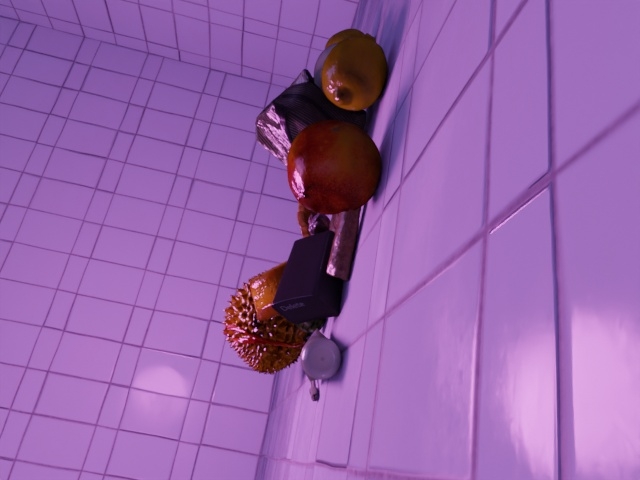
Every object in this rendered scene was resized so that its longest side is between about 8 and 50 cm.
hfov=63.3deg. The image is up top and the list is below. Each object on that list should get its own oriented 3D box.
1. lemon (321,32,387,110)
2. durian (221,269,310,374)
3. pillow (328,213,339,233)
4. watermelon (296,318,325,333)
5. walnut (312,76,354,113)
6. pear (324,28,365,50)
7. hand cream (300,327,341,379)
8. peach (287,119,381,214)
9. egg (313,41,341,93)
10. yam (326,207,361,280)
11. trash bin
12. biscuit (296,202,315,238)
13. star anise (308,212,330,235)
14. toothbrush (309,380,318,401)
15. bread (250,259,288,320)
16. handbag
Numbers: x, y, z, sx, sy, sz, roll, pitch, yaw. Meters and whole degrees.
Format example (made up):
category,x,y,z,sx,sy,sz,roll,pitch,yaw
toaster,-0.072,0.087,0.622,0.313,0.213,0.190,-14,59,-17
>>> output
category,x,y,z,sx,sy,sz,roll,pitch,yaw
lemon,0.099,-0.474,1.465,0.184,0.184,0.249,117,178,-70
durian,-0.181,0.293,1.898,0.348,0.347,0.385,110,161,-54
pillow,0.070,-0.108,1.595,0.212,0.052,0.208,112,173,-58
watermelon,-0.030,0.234,1.608,0.109,0.108,0.109,-167,90,-85
walnut,-0.011,-0.470,2.006,0.344,0.305,0.306,105,175,-59
pear,0.106,-0.713,1.997,0.198,0.198,0.198,-167,90,-85
hand cream,-0.010,0.291,1.298,0.306,0.093,0.147,119,158,-78
peach,0.030,-0.174,1.233,0.231,0.230,0.231,-167,90,-85
egg,0.078,-0.537,1.692,0.283,0.202,0.203,-102,23,-55
yam,0.075,-0.047,1.351,0.066,0.066,0.300,172,111,-84
trash bin,-0.022,0.098,1.448,0.165,0.115,0.226,-17,45,36
biscuit,-0.028,-0.046,1.911,0.238,0.041,0.213,36,-141,-60
star anise,0.000,0.000,1.743,0.229,0.092,0.237,79,-176,-63
toothbrush,-0.024,0.397,1.539,0.294,0.026,0.028,-104,12,-78
bread,-0.109,0.145,1.644,0.146,0.268,0.268,61,172,1
handbag,-0.022,-0.347,1.611,0.247,0.340,0.240,-57,2,-27
